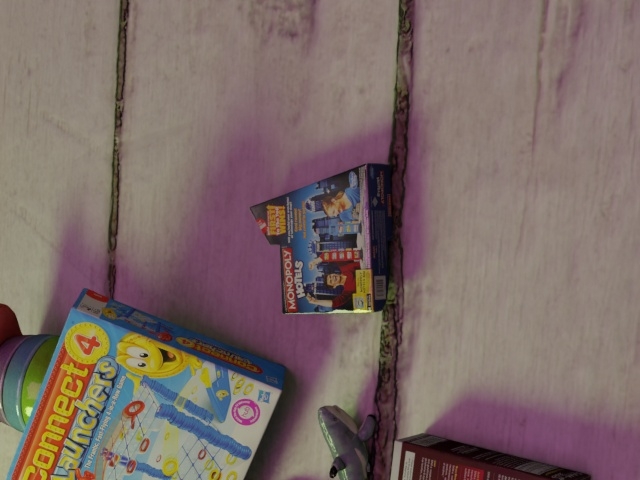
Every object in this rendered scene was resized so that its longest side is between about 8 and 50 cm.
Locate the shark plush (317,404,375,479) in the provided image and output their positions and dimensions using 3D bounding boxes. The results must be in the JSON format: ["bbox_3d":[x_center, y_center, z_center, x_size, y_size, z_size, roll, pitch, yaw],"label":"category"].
[{"bbox_3d":[0.025,0.297,1.830,0.073,0.067,0.161,2,91,33],"label":"shark plush"}]

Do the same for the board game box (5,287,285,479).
[{"bbox_3d":[-0.244,0.264,1.905,0.302,0.086,0.308,22,105,-5],"label":"board game box"}]

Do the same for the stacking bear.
[{"bbox_3d":[-0.360,0.215,2.034,0.289,0.175,0.164,8,54,21],"label":"stacking bear"}]

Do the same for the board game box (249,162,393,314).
[{"bbox_3d":[0.000,0.000,1.850,0.194,0.060,0.194,-2,89,35],"label":"board game box"}]

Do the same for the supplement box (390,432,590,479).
[{"bbox_3d":[0.202,0.327,1.709,0.239,0.073,0.130,10,97,34],"label":"supplement box"}]
